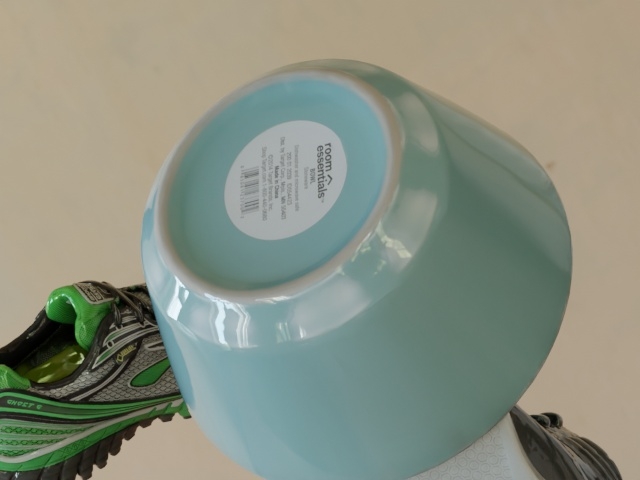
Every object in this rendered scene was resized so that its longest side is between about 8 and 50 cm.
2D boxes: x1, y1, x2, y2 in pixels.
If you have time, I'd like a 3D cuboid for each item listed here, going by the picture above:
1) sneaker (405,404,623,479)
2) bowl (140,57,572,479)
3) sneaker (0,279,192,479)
[{"bbox_3d":[0.117,0.147,1.160,0.104,0.296,0.147,-42,7,15],"label":"sneaker"},{"bbox_3d":[0.000,0.000,1.104,0.311,0.312,0.163,-31,-37,8],"label":"bowl"},{"bbox_3d":[-0.158,0.090,1.433,0.343,0.146,0.134,-31,42,-25],"label":"sneaker"}]
